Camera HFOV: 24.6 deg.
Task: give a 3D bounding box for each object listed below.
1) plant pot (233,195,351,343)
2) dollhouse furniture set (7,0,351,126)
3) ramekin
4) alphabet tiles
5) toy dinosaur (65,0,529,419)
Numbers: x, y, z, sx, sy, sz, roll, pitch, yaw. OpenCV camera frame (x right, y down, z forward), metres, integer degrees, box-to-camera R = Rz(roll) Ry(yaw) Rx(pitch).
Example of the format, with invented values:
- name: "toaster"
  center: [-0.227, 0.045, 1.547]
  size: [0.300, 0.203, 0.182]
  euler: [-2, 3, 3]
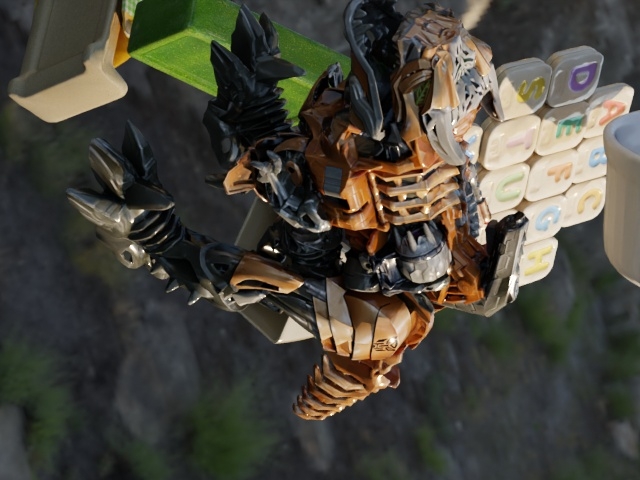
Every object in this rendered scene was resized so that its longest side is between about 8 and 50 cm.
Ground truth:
- name: "plant pot"
  center: [-0.019, 0.032, 1.426]
  size: [0.096, 0.109, 0.109]
  euler: [11, 20, -46]
- name: "dollhouse furniture set"
  center: [-0.101, -0.194, 1.153]
  size: [0.151, 0.301, 0.198]
  euler: [21, 72, -34]
- name: "ramekin"
  center: [0.407, -0.031, 1.432]
  size: [0.277, 0.277, 0.135]
  euler: [-64, 159, -68]
- name: "alphabet tiles"
  center: [0.211, -0.063, 1.527]
  size: [0.021, 0.278, 0.284]
  euler: [42, -44, 41]
- name: "toy dinosaur"
  center: [0.000, 0.000, 0.778]
  size: [0.164, 0.218, 0.322]
  euler: [-35, 149, -54]
